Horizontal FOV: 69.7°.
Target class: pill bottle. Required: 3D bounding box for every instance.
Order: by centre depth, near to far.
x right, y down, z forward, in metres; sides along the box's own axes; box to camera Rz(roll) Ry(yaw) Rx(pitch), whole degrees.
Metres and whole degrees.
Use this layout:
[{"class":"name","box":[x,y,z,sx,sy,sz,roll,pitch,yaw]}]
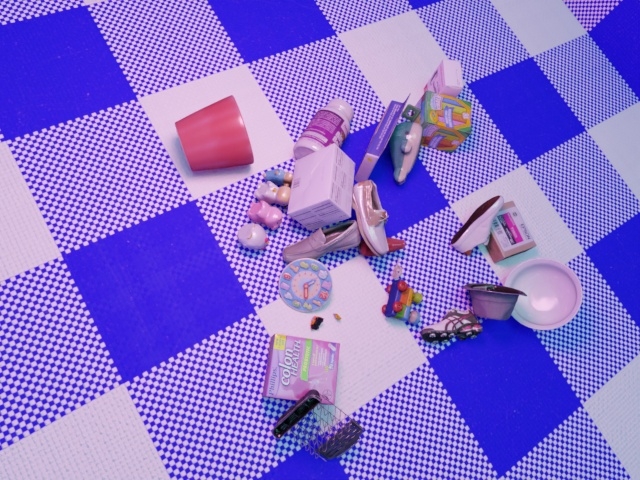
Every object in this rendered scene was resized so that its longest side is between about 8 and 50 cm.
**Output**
[{"class":"pill bottle","box":[0.024,-0.453,1.948,0.169,0.169,0.301,31,67,-3]}]

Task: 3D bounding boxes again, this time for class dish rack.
[{"class":"dish rack","box":[0.001,0.637,1.546,0.271,0.074,0.208,42,105,-12]}]

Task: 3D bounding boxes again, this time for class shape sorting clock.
[{"class":"shape sorting clock","box":[-0.056,0.170,1.745,0.206,0.040,0.206,-1,97,-5]}]

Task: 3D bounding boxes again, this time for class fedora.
[{"class":"fedora","box":[0.692,0.250,1.849,0.244,0.275,0.124,5,93,6]}]

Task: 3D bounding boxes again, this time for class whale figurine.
[{"class":"whale figurine","box":[0.353,-0.385,2.008,0.141,0.216,0.272,17,94,12]}]

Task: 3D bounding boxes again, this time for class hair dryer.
[{"class":"hair dryer","box":[0.218,-0.043,1.866,0.293,0.080,0.223,35,97,-5]}]

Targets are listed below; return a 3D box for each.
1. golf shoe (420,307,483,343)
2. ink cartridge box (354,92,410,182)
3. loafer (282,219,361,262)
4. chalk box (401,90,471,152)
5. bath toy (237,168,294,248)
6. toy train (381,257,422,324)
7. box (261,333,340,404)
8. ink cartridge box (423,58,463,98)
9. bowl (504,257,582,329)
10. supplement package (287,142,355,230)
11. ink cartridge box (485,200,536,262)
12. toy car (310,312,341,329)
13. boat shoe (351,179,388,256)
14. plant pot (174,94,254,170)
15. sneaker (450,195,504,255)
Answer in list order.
[{"class":"golf shoe","box":[0.512,0.343,1.849,0.273,0.105,0.120,-1,56,-21]},{"class":"ink cartridge box","box":[0.249,-0.428,1.922,0.072,0.307,0.303,25,67,2]},{"class":"loafer","box":[0.000,0.000,1.785,0.320,0.111,0.112,-19,37,-7]},{"class":"chalk box","box":[0.518,-0.548,2.106,0.289,0.180,0.179,11,69,-10]},{"class":"bath toy","box":[-0.200,-0.110,1.802,0.129,0.151,0.348,48,54,-45]},{"class":"toy train","box":[0.349,0.205,1.847,0.143,0.105,0.248,25,67,-16]},{"class":"box","box":[-0.068,0.459,1.635,0.243,0.117,0.213,11,69,-10]},{"class":"ink cartridge box","box":[0.571,-0.712,2.154,0.092,0.218,0.158,5,70,-13]},{"class":"bowl","box":[0.934,0.231,1.935,0.298,0.134,0.297,-9,72,28]},{"class":"supplement package","box":[0.006,-0.203,1.785,0.145,0.204,0.261,36,49,-40]},{"class":"ink cartridge box","box":[0.818,-0.040,2.056,0.193,0.088,0.234,-18,76,-19]},{"class":"toy car","box":[0.015,0.308,1.764,0.122,0.060,0.040,3,25,-31]},{"class":"boat shoe","box":[0.204,-0.089,1.778,0.113,0.103,0.302,-12,79,-61]},{"class":"plant pot","box":[-0.412,-0.393,1.778,0.243,0.275,0.275,-19,77,-10]},{"class":"sneaker","box":[0.699,-0.060,1.979,0.123,0.106,0.290,37,106,-8]}]
